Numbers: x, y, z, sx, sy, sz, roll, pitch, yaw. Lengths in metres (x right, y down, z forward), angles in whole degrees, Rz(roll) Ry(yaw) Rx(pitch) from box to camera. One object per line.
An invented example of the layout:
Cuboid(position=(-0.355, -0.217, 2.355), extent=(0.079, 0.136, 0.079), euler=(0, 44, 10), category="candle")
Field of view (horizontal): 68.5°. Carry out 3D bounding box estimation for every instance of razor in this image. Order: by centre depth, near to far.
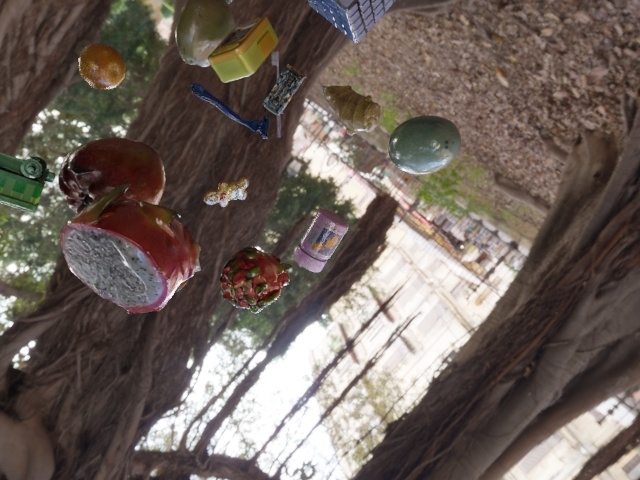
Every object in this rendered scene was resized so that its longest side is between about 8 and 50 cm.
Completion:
Cuboid(position=(-0.325, -0.466, 1.684), extent=(0.324, 0.056, 0.093), euler=(23, -121, -38), category="razor")

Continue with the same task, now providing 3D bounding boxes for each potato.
Cuboid(position=(-0.367, -0.666, 1.490), extent=(0.178, 0.235, 0.160), euler=(23, -176, -35), category="potato")

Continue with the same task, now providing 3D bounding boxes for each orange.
Cuboid(position=(-0.747, -0.592, 1.600), extent=(0.134, 0.154, 0.155), euler=(20, -174, 16), category="orange")

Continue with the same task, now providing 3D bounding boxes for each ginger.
Cuboid(position=(0.124, -0.571, 1.993), extent=(0.126, 0.189, 0.354), euler=(-11, -129, -36), category="ginger")

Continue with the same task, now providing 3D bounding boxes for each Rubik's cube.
Cuboid(position=(0.099, -0.820, 1.483), extent=(0.237, 0.238, 0.237), euler=(45, -174, 8), category="Rubik's cube")

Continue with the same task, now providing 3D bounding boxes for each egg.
Cuboid(position=(0.301, -0.281, 1.385), extent=(0.169, 0.169, 0.237), euler=(30, 162, -38), category="egg")

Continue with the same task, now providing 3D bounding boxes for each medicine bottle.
Cuboid(position=(0.000, 0.000, 2.395), extent=(0.178, 0.290, 0.178), euler=(29, -165, -8), category="medicine bottle")

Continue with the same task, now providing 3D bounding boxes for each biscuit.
Cuboid(position=(-0.465, -0.232, 2.333), extent=(0.240, 0.158, 0.035), euler=(-22, -128, -28), category="biscuit")

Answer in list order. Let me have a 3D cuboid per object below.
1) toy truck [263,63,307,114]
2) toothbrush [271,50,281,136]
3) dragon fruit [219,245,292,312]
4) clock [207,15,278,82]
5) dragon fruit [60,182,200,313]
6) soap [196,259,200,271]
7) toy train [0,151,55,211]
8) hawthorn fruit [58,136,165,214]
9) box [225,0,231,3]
Cuboid(position=(-0.131, -0.561, 1.763), extent=(0.080, 0.177, 0.115), euler=(37, -162, -3), category="toy truck")
Cuboid(position=(-0.188, -0.622, 2.012), extent=(0.029, 0.353, 0.024), euler=(-5, -158, -13), category="toothbrush")
Cuboid(position=(-0.249, 0.150, 1.772), extent=(0.231, 0.237, 0.303), euler=(27, 178, 9), category="dragon fruit")
Cuboid(position=(-0.227, -0.567, 1.391), extent=(0.144, 0.202, 0.096), euler=(-4, 135, 35), category="clock")
Cuboid(position=(-0.411, 0.016, 1.068), extent=(0.291, 0.290, 0.189), euler=(37, -135, -6), category="dragon fruit")
Cuboid(position=(-0.552, 0.083, 1.729), extent=(0.063, 0.199, 0.114), euler=(87, 166, -72), category="soap")
Cuboid(position=(-1.096, -0.227, 1.625), extent=(0.301, 0.202, 0.120), euler=(20, 180, -24), category="toy train")
Cuboid(position=(-0.810, -0.242, 1.887), extent=(0.403, 0.402, 0.403), euler=(37, -169, -8), category="hawthorn fruit")
Cuboid(position=(-0.387, -0.951, 1.670), extent=(0.226, 0.226, 0.149), euler=(34, -161, -21), category="box")
